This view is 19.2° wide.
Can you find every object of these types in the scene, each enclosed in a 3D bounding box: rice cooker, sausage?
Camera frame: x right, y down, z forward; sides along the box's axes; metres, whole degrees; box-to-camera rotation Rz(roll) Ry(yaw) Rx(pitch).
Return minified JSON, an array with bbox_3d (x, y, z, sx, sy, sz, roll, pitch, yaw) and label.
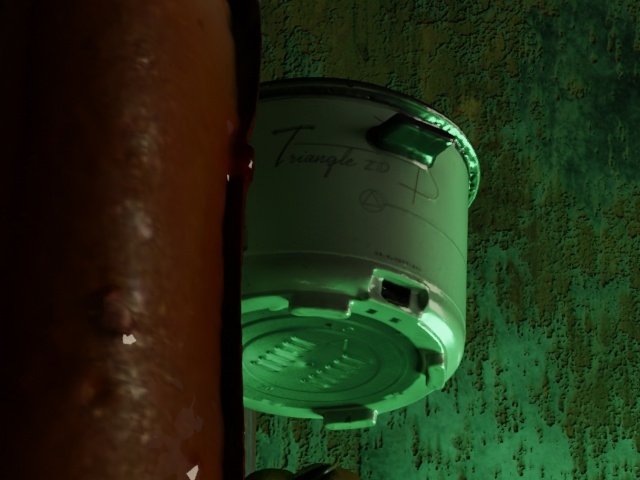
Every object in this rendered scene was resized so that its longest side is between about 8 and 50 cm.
[{"bbox_3d":[0.000,0.000,1.420,0.280,0.241,0.227,-40,-141,49],"label":"rice cooker"},{"bbox_3d":[-0.076,0.017,0.607,0.102,0.102,0.330,90,1,-56],"label":"sausage"}]

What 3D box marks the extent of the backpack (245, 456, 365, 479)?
[{"bbox_3d":[-0.019,0.364,1.473,0.353,0.201,0.378,-79,167,-66],"label":"backpack"}]
